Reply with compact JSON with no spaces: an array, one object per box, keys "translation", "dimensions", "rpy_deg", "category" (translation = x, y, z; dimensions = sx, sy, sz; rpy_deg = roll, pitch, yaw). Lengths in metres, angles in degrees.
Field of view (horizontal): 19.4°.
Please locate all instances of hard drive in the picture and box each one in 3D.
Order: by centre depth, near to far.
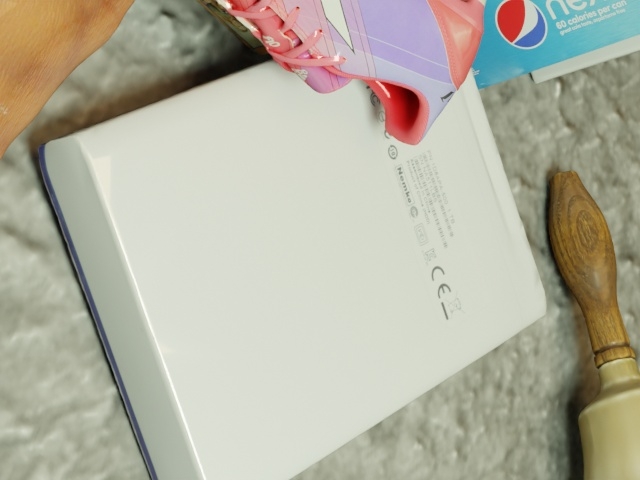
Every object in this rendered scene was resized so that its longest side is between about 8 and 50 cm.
[{"translation":[0.000,0.000,1.048],"dimensions":[0.319,0.040,0.210],"rpy_deg":[-27,101,-47],"category":"hard drive"}]

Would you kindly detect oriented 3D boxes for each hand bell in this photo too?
[{"translation":[0.188,0.067,1.203],"dimensions":[0.126,0.126,0.242],"rpy_deg":[7,62,-45],"category":"hand bell"}]

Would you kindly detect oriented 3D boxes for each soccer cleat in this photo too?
[{"translation":[-0.014,-0.131,0.975],"dimensions":[0.248,0.083,0.095],"rpy_deg":[22,88,-38],"category":"soccer cleat"}]

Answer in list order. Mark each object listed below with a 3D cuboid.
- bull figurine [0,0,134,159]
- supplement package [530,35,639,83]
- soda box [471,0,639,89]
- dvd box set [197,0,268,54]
[{"translation":[-0.174,-0.085,0.797],"dimensions":[0.310,0.101,0.188],"rpy_deg":[-58,143,-29],"category":"bull figurine"},{"translation":[0.202,-0.281,1.241],"dimensions":[0.175,0.177,0.293],"rpy_deg":[-29,99,-46],"category":"supplement package"},{"translation":[0.167,-0.159,1.146],"dimensions":[0.071,0.210,0.067],"rpy_deg":[-45,112,-44],"category":"soda box"},{"translation":[-0.102,-0.345,1.004],"dimensions":[0.420,0.062,0.307],"rpy_deg":[40,61,-32],"category":"dvd box set"}]
